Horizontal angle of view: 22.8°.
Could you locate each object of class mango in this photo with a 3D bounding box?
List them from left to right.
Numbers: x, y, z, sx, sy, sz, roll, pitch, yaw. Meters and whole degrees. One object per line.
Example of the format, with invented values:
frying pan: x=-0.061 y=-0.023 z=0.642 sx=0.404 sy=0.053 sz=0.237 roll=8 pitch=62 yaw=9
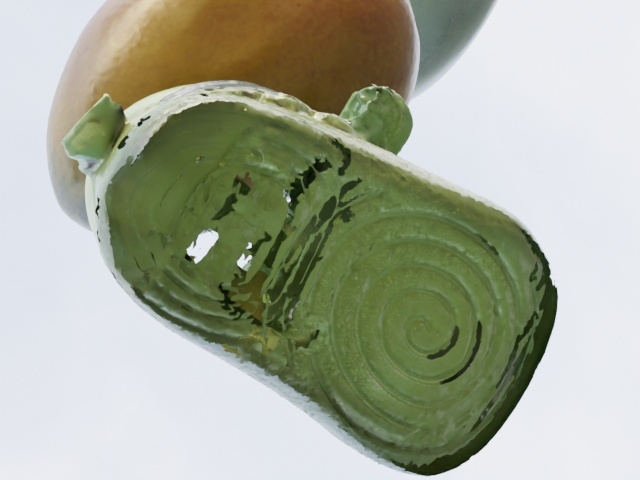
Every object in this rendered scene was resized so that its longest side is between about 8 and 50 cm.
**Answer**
mango: x=-0.051 y=-0.088 z=0.857 sx=0.221 sy=0.120 sz=0.152 roll=-24 pitch=-106 yaw=-15

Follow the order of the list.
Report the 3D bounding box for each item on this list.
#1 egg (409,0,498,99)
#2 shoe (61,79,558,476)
egg: x=0.055 y=-0.224 z=1.186 sx=0.182 sy=0.183 sz=0.264 roll=-3 pitch=-66 yaw=-45
shoe: x=0.004 y=0.002 z=0.735 sx=0.262 sy=0.128 sz=0.140 roll=27 pitch=-74 yaw=-37
